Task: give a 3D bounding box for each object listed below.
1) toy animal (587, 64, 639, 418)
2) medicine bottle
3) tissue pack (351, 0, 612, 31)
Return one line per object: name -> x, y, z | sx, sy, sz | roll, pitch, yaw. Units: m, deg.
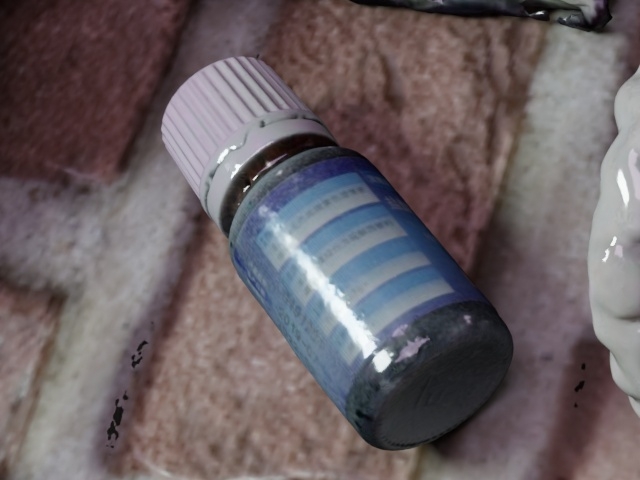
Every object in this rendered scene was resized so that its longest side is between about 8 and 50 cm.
toy animal -> 0.215, -0.010, 0.686 | 0.204, 0.156, 0.208 | 13, 71, 29
medicine bottle -> 0.000, 0.000, 0.797 | 0.083, 0.083, 0.203 | -38, 58, -3
tissue pack -> 0.074, -0.299, 0.918 | 0.259, 0.122, 0.361 | 10, 64, 22
